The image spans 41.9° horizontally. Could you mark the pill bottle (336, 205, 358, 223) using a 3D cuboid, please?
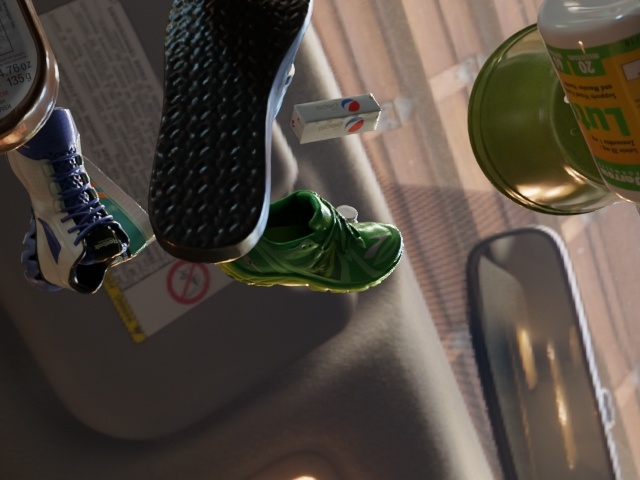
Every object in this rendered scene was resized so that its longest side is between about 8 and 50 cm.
[{"bbox_3d":[0.048,-0.017,1.840,0.065,0.065,0.116,-37,-32,-42],"label":"pill bottle"}]

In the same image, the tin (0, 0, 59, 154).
[{"bbox_3d":[-0.239,-0.145,0.535,0.106,0.040,0.189,-23,-97,-15],"label":"tin"}]

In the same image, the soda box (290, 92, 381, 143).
[{"bbox_3d":[0.039,-0.305,2.080,0.216,0.074,0.069,-14,-124,-23],"label":"soda box"}]

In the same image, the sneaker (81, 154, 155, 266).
[{"bbox_3d":[-0.440,-0.065,1.530,0.121,0.302,0.108,-42,-27,-27],"label":"sneaker"}]

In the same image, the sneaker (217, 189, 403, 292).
[{"bbox_3d":[0.000,0.000,1.151,0.296,0.123,0.109,0,-135,-31],"label":"sneaker"}]

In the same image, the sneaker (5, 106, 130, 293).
[{"bbox_3d":[-0.382,-0.050,1.318,0.127,0.182,0.315,-24,-59,-47],"label":"sneaker"}]

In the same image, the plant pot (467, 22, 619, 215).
[{"bbox_3d":[0.450,-0.208,1.376,0.353,0.366,0.366,-73,-29,-83],"label":"plant pot"}]

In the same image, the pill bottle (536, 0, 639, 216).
[{"bbox_3d":[0.292,-0.116,0.717,0.245,0.136,0.136,56,-130,-28],"label":"pill bottle"}]

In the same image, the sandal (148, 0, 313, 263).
[{"bbox_3d":[-0.112,-0.172,1.001,0.107,0.168,0.445,90,-171,-65],"label":"sandal"}]
